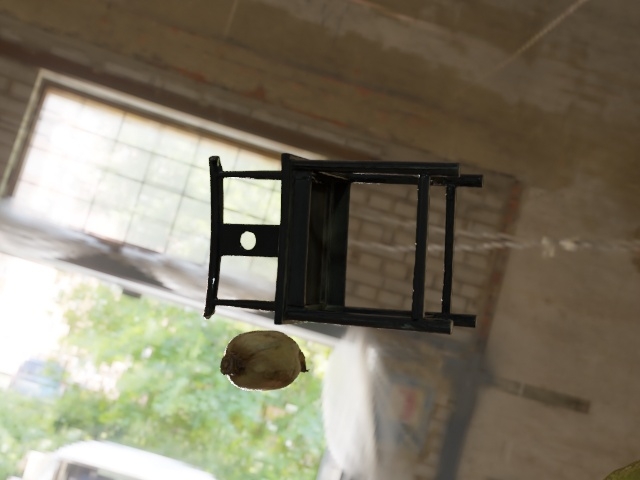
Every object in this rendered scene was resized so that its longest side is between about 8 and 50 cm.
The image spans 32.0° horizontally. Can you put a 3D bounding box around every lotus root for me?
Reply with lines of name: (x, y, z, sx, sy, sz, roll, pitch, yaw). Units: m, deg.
lotus root: (-0.065, 0.140, 1.311, 0.062, 0.073, 0.150, -17, -13, 34)

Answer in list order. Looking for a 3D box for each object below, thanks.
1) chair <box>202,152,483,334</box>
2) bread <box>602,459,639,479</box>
chair: (0.000, 0.000, 0.966, 0.260, 0.154, 0.141, 2, -2, 17)
bread: (0.407, 0.350, 1.221, 0.270, 0.270, 0.148, 3, -41, 54)
